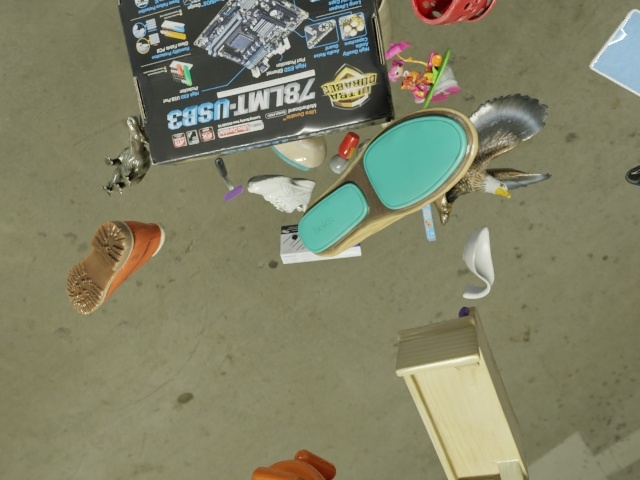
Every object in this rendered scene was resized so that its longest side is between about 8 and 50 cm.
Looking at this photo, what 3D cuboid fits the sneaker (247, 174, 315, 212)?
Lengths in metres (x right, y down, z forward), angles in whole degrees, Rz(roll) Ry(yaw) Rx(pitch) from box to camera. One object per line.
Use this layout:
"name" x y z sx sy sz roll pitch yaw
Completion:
"sneaker" -0.128 -0.161 1.663 0.297 0.111 0.129 1 97 -47

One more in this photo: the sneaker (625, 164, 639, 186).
"sneaker" 0.835 -0.172 1.206 0.078 0.188 0.067 13 96 -4

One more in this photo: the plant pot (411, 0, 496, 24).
"plant pot" 0.360 -0.669 1.256 0.174 0.191 0.191 -14 123 -26

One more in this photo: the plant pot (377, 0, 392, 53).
"plant pot" 0.147 -0.742 1.666 0.256 0.256 0.274 -42 154 12

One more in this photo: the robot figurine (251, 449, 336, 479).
"robot figurine" -0.024 0.383 0.650 0.128 0.158 0.219 -29 127 -2

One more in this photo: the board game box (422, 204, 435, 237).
"board game box" 0.460 -0.109 2.059 0.039 0.160 0.211 -11 83 14

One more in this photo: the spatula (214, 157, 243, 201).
"spatula" -0.334 -0.215 1.718 0.084 0.030 0.296 -35 159 -10

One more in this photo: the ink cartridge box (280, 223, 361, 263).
"ink cartridge box" 0.000 0.000 1.265 0.207 0.097 0.046 -7 144 5

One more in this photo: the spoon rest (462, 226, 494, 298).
"spoon rest" 0.473 0.075 1.427 0.084 0.137 0.276 16 143 27

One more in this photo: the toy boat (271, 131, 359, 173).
"toy boat" -0.027 -0.297 1.541 0.318 0.267 0.148 5 132 -29

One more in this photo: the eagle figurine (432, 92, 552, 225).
"eagle figurine" 0.368 -0.165 1.101 0.298 0.226 0.225 -34 80 -16

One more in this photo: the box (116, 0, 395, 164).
"box" -0.082 -0.256 0.556 0.296 0.073 0.293 -10 98 12

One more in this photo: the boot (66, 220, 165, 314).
"boot" -0.256 0.034 0.606 0.158 0.085 0.059 -44 81 25

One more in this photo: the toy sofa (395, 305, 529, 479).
"toy sofa" 0.277 0.318 0.927 0.150 0.177 0.362 -18 109 21

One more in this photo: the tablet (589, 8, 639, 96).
"tablet" 0.287 -0.158 0.421 0.083 0.006 0.054 24 122 -9

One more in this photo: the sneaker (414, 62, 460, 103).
"sneaker" 0.394 -0.539 1.643 0.103 0.252 0.111 -10 96 -13

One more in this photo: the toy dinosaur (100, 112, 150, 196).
"toy dinosaur" -0.554 -0.212 1.413 0.121 0.160 0.313 38 137 2

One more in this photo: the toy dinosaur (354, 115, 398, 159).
"toy dinosaur" 0.134 -0.173 0.896 0.118 0.064 0.268 -32 124 27

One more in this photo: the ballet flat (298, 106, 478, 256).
"ballet flat" 0.063 -0.053 0.459 0.073 0.080 0.232 -17 171 -42

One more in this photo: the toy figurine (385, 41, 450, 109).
"toy figurine" 0.244 -0.465 1.307 0.159 0.130 0.173 20 103 0
